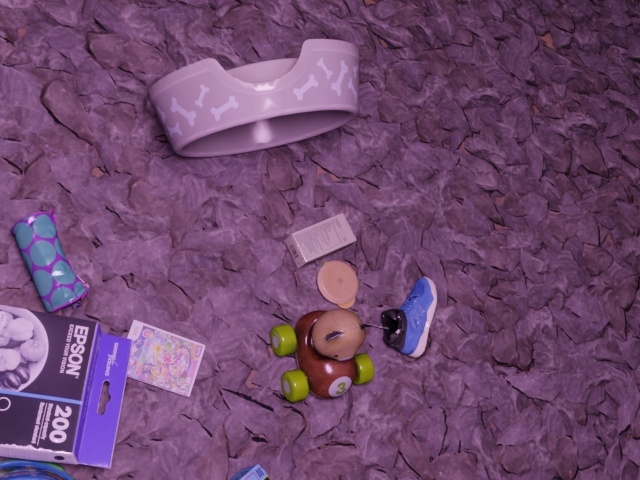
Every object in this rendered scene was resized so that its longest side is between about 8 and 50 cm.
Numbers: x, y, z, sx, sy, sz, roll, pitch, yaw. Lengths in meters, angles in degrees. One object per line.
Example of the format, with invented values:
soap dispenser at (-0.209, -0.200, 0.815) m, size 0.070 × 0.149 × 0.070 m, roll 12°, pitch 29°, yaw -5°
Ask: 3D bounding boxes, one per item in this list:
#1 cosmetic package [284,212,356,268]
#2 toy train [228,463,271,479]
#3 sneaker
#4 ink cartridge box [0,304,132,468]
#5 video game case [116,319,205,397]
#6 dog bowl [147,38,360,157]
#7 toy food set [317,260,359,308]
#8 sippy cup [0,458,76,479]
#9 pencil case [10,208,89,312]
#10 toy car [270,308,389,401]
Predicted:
cosmetic package at (0.000, 0.000, 1.374) m, size 0.115 × 0.041 × 0.060 m, roll -21°, pitch 81°, yaw -30°
toy train at (-0.091, 0.431, 1.155) m, size 0.105 × 0.080 × 0.184 m, roll -34°, pitch 87°, yaw -37°
sneaker at (0.155, 0.126, 1.390) m, size 0.084 × 0.058 × 0.152 m, roll 24°, pitch 69°, yaw -25°
ink cartridge box at (-0.381, 0.205, 1.093) m, size 0.208 × 0.045 × 0.206 m, roll 13°, pitch 55°, yaw -17°
video game case at (-0.249, 0.185, 1.208) m, size 0.122 × 0.011 × 0.087 m, roll 23°, pitch 64°, yaw -16°
dog bowl at (-0.096, -0.218, 1.249) m, size 0.348 × 0.348 × 0.102 m, roll -12°, pitch 88°, yaw -28°
toy food set at (0.032, 0.075, 1.374) m, size 0.083 × 0.020 × 0.083 m, roll 25°, pitch 63°, yaw -14°
sippy cup at (-0.375, 0.383, 0.954) m, size 0.305 × 0.224 × 0.240 m, roll -40°, pitch 91°, yaw -31°
pencil case at (-0.405, 0.032, 1.161) m, size 0.070 × 0.064 × 0.152 m, roll -25°, pitch 83°, yaw -17°
toy car at (0.030, 0.170, 1.240) m, size 0.155 × 0.188 × 0.149 m, roll -9°, pitch 75°, yaw -27°
